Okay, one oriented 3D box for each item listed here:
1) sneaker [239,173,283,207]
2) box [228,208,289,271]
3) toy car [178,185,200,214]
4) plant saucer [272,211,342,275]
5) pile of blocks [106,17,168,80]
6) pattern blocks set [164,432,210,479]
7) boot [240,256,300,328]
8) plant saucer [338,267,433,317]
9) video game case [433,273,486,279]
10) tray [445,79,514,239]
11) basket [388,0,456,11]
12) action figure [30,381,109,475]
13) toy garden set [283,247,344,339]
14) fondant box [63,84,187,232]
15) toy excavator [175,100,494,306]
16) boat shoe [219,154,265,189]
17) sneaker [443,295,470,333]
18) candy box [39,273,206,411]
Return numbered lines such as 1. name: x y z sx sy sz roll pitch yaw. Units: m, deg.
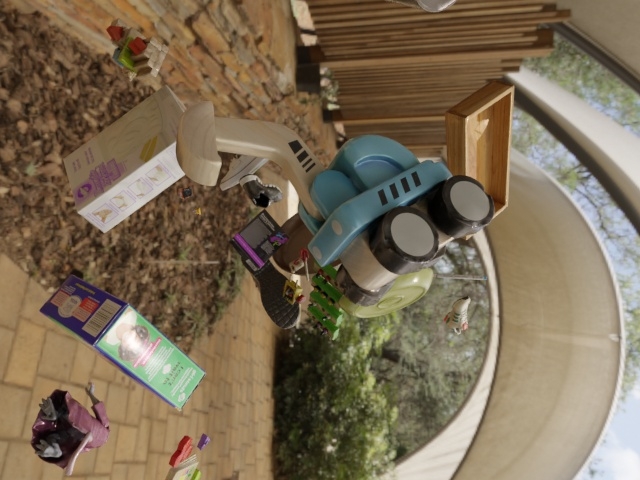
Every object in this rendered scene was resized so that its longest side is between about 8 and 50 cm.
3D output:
1. sneaker: -0.197 -0.152 1.867 0.234 0.078 0.106 23 41 -63
2. box: -0.173 -0.003 1.521 0.116 0.029 0.162 50 49 -9
3. toy car: -0.444 -0.127 1.764 0.060 0.041 0.122 -61 147 -49
4. plant saucer: 0.000 0.000 1.633 0.310 0.311 0.050 -85 158 -44
5. pile of blocks: -0.613 -0.602 1.657 0.149 0.362 0.113 -55 136 2
6. pattern blocks set: -0.395 0.667 1.409 0.324 0.026 0.285 -62 164 -13
7. boot: -0.142 0.184 1.817 0.338 0.118 0.222 60 -4 32
8. plant saucer: 0.163 0.134 1.275 0.241 0.241 0.037 74 -1 -66
9. video game case: 0.480 0.126 1.842 0.119 0.166 0.015 36 56 -83
10. tray: 0.451 -0.219 1.508 0.076 0.203 0.410 33 -31 42
11. basket: 0.140 -0.491 0.895 0.227 0.154 0.204 50 -40 38
12. action figure: -0.793 0.631 1.790 0.248 0.276 0.370 -63 160 -19
13. toy garden set: -0.027 0.134 1.391 0.049 0.204 0.244 -31 148 -31
14. fondant box: -0.454 -0.207 1.305 0.238 0.330 0.096 54 1 40
15. toy excavator: 0.016 -0.100 0.974 0.445 0.433 0.222 56 -29 12
16. boat shoe: -0.277 -0.272 1.895 0.084 0.258 0.095 57 26 -2
17. sneaker: 0.461 0.246 1.724 0.075 0.057 0.161 57 -30 29
18. candy box: -0.466 0.244 1.268 0.122 0.268 0.317 -56 137 -23
